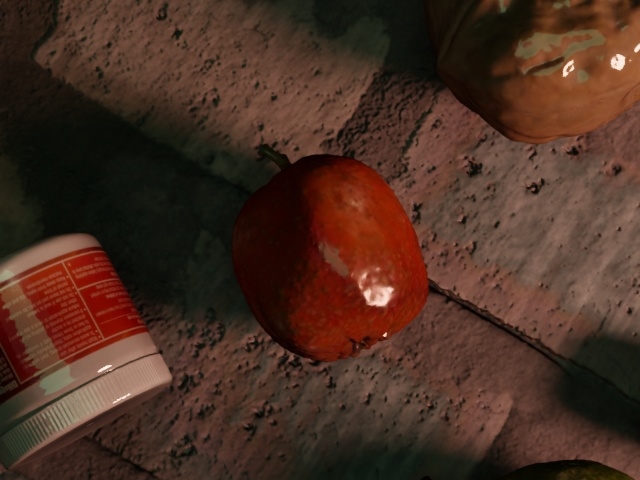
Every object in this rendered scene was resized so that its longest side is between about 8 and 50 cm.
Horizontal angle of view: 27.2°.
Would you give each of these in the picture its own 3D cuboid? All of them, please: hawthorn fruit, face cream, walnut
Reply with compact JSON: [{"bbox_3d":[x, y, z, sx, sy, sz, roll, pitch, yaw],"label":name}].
[{"bbox_3d":[0.000,0.000,1.406,0.205,0.205,0.253,-23,79,-1],"label":"hawthorn fruit"},{"bbox_3d":[-0.286,0.114,1.396,0.201,0.201,0.187,-30,84,-2],"label":"face cream"},{"bbox_3d":[0.242,-0.231,1.411,0.273,0.227,0.273,0,80,-1],"label":"walnut"}]

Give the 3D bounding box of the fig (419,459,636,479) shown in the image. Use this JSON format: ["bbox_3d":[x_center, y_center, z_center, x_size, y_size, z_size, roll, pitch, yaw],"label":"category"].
[{"bbox_3d":[0.215,0.311,1.393,0.235,0.203,0.203,16,83,32],"label":"fig"}]
